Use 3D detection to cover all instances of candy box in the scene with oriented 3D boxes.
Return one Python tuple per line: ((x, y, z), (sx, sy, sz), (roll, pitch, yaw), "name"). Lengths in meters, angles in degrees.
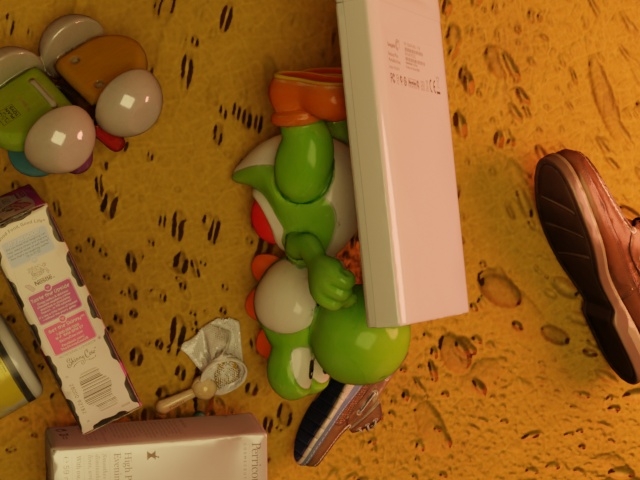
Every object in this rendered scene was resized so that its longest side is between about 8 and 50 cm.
((-0.273, 0.067, 1.600), (0.071, 0.159, 0.233), (-27, 106, -11), "candy box")

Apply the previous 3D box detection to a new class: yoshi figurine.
((0.028, 0.002, 1.658), (0.203, 0.203, 0.362), (-1, 103, -22), "yoshi figurine")

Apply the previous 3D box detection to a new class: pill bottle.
((-0.391, 0.161, 1.613), (0.184, 0.103, 0.103), (-30, 106, -8), "pill bottle")

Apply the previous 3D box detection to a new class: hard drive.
((0.087, -0.093, 1.609), (0.047, 0.233, 0.353), (-7, 88, 22), "hard drive")

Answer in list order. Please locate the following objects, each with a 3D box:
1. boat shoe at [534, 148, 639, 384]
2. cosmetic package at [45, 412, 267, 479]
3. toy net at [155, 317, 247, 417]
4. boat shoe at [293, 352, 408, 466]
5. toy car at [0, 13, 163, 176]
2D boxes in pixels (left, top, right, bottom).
((0.341, 0.015, 1.795), (0.104, 0.111, 0.307), (-31, 116, -12), "boat shoe")
((-0.174, 0.255, 1.652), (0.231, 0.085, 0.117), (-3, 101, -15), "cosmetic package")
((-0.127, 0.202, 1.723), (0.122, 0.045, 0.232), (23, 93, -17), "toy net")
((0.038, 0.185, 1.755), (0.066, 0.066, 0.183), (33, 90, -20), "boat shoe")
((-0.255, -0.131, 1.588), (0.182, 0.159, 0.136), (-32, 147, -22), "toy car")
